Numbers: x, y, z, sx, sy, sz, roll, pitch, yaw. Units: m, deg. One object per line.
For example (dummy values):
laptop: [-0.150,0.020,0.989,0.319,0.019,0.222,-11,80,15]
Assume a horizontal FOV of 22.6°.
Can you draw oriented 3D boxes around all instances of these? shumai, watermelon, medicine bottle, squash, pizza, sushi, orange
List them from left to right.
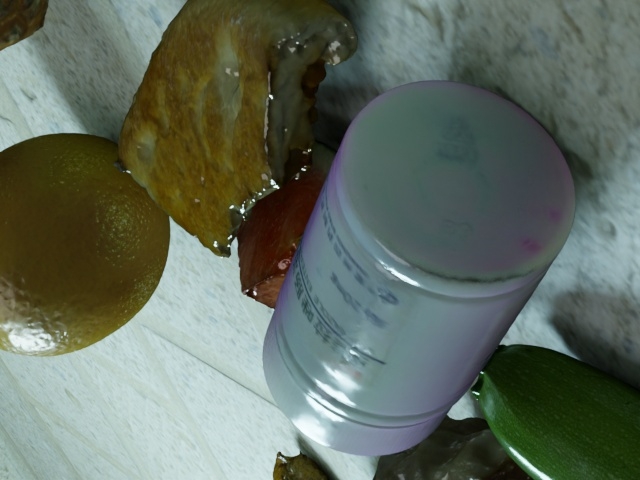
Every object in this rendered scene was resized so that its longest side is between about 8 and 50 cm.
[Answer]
orange: [-0.263,0.003,1.599,0.236,0.236,0.236,40,158,20]
pizza: [-0.067,-0.092,1.186,0.365,0.074,0.182,-34,72,61]
sushi: [-0.013,0.285,1.856,0.118,0.061,0.060,34,155,-20]
watermelon: [0.014,-0.012,1.233,0.145,0.137,0.193,-37,94,35]
medicine bottle: [0.056,0.027,1.064,0.152,0.152,0.254,43,147,13]
shumai: [0.154,0.229,1.333,0.206,0.166,0.175,50,137,-9]
squash: [0.231,0.163,1.099,0.379,0.101,0.101,31,153,36]

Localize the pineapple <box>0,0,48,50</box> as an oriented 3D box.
pineapple: [-0.330,-0.290,1.342,0.158,0.158,0.278,20,133,51]
